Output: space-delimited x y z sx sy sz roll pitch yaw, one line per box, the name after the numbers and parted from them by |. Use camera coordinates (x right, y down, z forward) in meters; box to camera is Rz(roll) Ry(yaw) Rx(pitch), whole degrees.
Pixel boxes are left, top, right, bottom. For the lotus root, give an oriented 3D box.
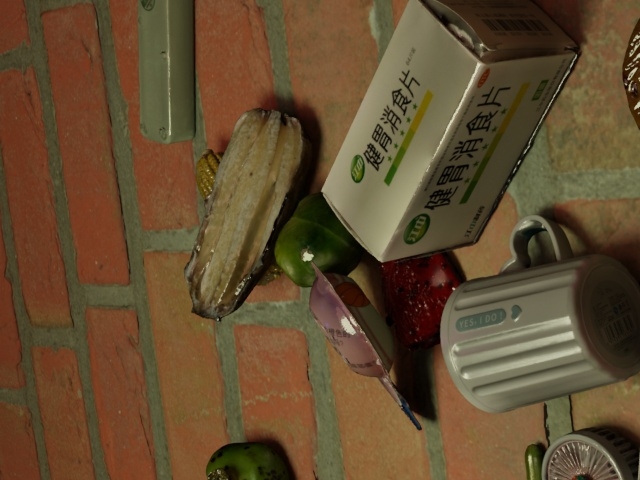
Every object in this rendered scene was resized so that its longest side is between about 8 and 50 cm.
-0.098 -0.030 1.975 0.167 0.078 0.329 27 97 43 | lotus root

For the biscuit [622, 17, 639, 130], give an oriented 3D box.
0.415 -0.182 1.422 0.212 0.036 0.212 13 108 46 | biscuit

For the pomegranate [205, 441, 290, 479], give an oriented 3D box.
-0.115 0.376 2.107 0.143 0.122 0.169 41 167 30 | pomegranate

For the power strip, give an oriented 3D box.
-0.249 -0.351 2.145 0.091 0.062 0.385 18 113 47 | power strip

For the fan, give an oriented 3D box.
0.335 0.347 1.615 0.130 0.074 0.244 7 105 48 | fan

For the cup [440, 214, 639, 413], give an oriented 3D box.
0.260 0.083 1.571 0.202 0.166 0.221 -19 88 47 | cup

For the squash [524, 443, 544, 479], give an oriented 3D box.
0.277 0.303 1.709 0.027 0.027 0.083 5 103 49 | squash

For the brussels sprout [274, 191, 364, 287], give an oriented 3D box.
0.002 0.003 1.881 0.117 0.155 0.155 33 131 -2 | brussels sprout

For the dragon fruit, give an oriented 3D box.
0.121 0.051 1.780 0.122 0.092 0.192 -24 80 49 | dragon fruit

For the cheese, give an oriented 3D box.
0.061 0.144 1.803 0.286 0.074 0.189 58 176 -27 | cheese

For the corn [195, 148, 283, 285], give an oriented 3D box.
-0.126 -0.037 2.063 0.080 0.080 0.238 -41 72 46 | corn

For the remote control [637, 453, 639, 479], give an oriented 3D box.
0.415 0.211 1.500 0.103 0.034 0.250 9 107 28 | remote control

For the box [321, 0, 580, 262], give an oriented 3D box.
0.155 -0.144 1.630 0.145 0.173 0.333 49 132 30 | box
